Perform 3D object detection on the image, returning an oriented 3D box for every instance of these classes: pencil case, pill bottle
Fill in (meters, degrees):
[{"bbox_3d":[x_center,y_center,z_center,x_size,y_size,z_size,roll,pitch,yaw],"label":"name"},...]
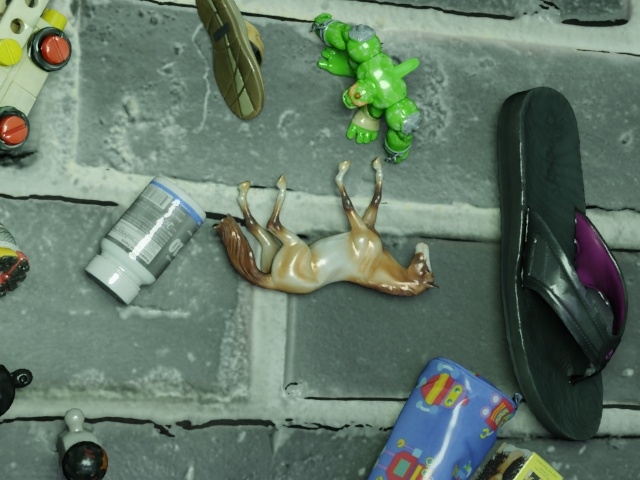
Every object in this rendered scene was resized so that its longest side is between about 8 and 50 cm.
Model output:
[{"bbox_3d":[0.119,0.290,1.450,0.119,0.133,0.306,24,77,28],"label":"pencil case"},{"bbox_3d":[-0.200,0.001,1.380,0.078,0.078,0.137,41,78,-12],"label":"pill bottle"}]

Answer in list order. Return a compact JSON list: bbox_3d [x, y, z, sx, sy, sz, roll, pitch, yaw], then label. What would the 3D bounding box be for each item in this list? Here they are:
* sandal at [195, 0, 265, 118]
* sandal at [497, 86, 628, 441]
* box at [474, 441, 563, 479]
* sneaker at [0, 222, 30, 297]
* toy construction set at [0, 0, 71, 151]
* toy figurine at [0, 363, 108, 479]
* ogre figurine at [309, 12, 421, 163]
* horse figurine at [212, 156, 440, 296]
[{"bbox_3d":[-0.097,-0.234,1.433,0.049,0.072,0.180,-18,89,-39],"label":"sandal"},{"bbox_3d":[0.302,0.029,1.493,0.167,0.107,0.446,-6,90,-45],"label":"sandal"},{"bbox_3d":[0.194,0.359,1.487,0.058,0.087,0.232,42,76,-14],"label":"box"},{"bbox_3d":[-0.428,0.015,1.283,0.225,0.088,0.093,1,44,-42],"label":"sneaker"},{"bbox_3d":[-0.390,-0.214,1.290,0.215,0.151,0.328,36,85,-38],"label":"toy construction set"},{"bbox_3d":[-0.344,0.248,1.289,0.209,0.148,0.213,40,77,-12],"label":"toy figurine"},{"bbox_3d":[0.061,-0.188,1.447,0.097,0.118,0.197,-12,91,-17],"label":"ogre figurine"},{"bbox_3d":[0.000,0.000,1.448,0.263,0.066,0.174,-11,91,-17],"label":"horse figurine"}]
